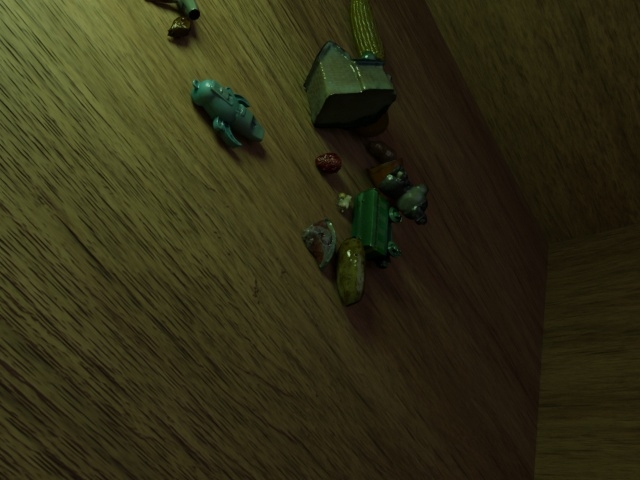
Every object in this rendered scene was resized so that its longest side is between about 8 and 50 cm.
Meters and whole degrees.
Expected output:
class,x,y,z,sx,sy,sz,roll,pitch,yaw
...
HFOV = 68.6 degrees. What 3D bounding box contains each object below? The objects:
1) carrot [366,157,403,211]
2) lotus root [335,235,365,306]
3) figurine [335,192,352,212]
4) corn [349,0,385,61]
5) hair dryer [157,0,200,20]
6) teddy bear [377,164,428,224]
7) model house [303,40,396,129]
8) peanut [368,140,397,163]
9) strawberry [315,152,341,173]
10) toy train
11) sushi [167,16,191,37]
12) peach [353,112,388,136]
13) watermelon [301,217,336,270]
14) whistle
class,x,y,z,sx,sy,sz,roll,pitch,yaw
carrot,0.294,-0.226,1.994,0.159,0.159,0.224,-29,109,-52
lotus root,0.107,0.101,1.637,0.097,0.110,0.258,25,56,-45
figurine,0.087,-0.150,1.780,0.051,0.047,0.083,41,41,-18
corn,0.215,-0.983,2.220,0.131,0.131,0.343,-1,76,-51
hair dryer,-0.438,-0.699,1.371,0.154,0.054,0.106,-6,55,-33
teddy bear,0.342,-0.187,1.871,0.144,0.171,0.251,-44,104,-4
model house,0.100,-0.607,1.788,0.299,0.243,0.283,-8,75,-23
peanut,0.278,-0.390,2.087,0.175,0.080,0.080,25,56,-38
strawberry,0.027,-0.288,1.742,0.097,0.083,0.083,-1,73,-21
toy train,0.215,-0.041,1.827,0.203,0.120,0.300,30,53,-35
sushi,-0.412,-0.621,1.376,0.050,0.047,0.099,44,40,-8
peach,0.202,-0.562,2.012,0.251,0.153,0.250,14,70,-42
watermelon,0.000,0.000,1.591,0.139,0.071,0.186,22,59,-39
whistle,-0.274,-0.390,1.411,0.274,0.093,0.186,35,49,-41
